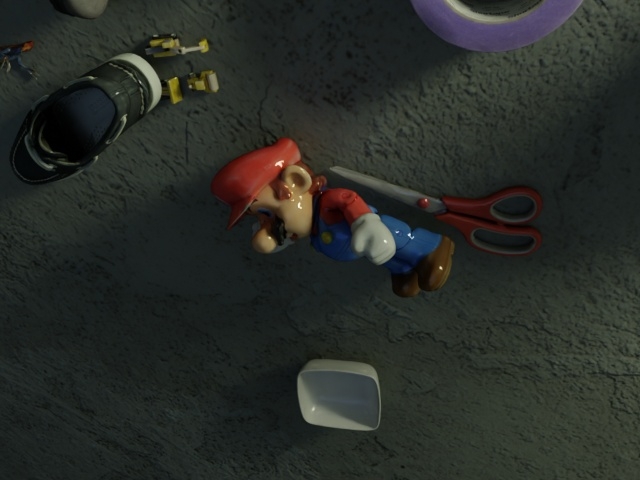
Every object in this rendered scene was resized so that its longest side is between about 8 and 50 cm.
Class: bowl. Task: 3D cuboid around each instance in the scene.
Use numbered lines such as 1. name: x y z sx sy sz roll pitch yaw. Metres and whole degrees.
1. bowl: 0.034 0.255 1.054 0.142 0.053 0.142 2 125 11

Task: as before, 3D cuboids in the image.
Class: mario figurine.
1. mario figurine: 0.000 0.000 0.816 0.320 0.170 0.198 25 128 -7

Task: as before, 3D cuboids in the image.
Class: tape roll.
1. tape roll: 0.178 -0.294 0.624 0.189 0.080 0.189 6 125 9

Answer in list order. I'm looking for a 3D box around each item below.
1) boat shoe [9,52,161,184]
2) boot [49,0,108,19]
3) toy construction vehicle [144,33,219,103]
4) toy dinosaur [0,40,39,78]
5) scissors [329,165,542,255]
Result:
1. boat shoe: -0.340 -0.146 0.821 0.302 0.091 0.114 -29 109 35
2. boot: -0.149 -0.345 0.646 0.222 0.118 0.338 24 130 -11
3. toy construction vehicle: -0.184 -0.215 0.786 0.098 0.035 0.086 3 125 11
4. toy dinosaur: -0.419 -0.247 0.816 0.082 0.047 0.090 -40 99 12
5. scissors: 0.155 -0.038 0.842 0.297 0.021 0.109 7 127 6
